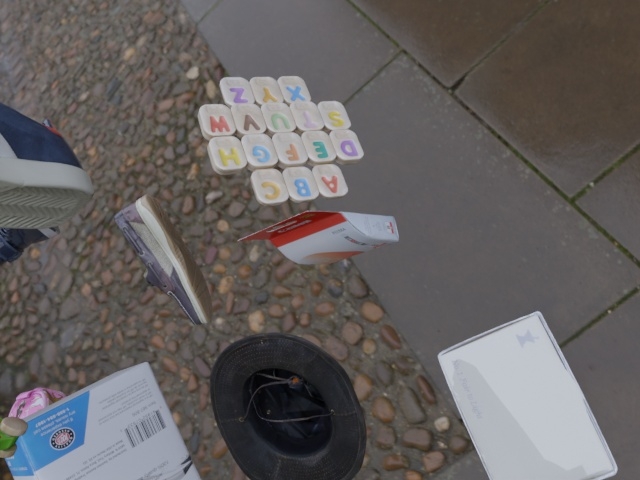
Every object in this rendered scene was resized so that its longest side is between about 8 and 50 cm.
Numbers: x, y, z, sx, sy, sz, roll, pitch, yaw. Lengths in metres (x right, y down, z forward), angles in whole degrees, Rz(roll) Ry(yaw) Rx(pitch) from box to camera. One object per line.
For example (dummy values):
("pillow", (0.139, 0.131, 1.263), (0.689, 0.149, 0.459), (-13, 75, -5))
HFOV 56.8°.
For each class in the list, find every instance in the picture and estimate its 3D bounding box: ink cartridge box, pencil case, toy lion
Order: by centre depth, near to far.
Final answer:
("toy lion", (-0.328, 0.171, 0.525), (0.096, 0.100, 0.034), (28, 92, 0))
("ink cartridge box", (0.000, 0.000, 0.822), (0.145, 0.179, 0.045), (-20, 78, 41))
("ink cartridge box", (-0.422, 0.494, 1.202), (0.166, 0.285, 0.394), (-24, 89, 44))
("pencil case", (-0.598, 0.488, 1.529), (0.160, 0.386, 0.167), (-54, 48, 6))

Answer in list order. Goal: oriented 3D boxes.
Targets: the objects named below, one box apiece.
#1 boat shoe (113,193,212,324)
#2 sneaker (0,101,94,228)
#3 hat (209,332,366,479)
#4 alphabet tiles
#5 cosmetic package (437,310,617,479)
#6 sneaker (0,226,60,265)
("boat shoe", (-0.305, 0.049, 1.167), (0.092, 0.285, 0.103), (-23, 21, 4))
("sneaker", (-0.412, -0.101, 0.614), (0.131, 0.350, 0.148), (-35, 72, 20))
("hat", (-0.050, 0.309, 1.135), (0.331, 0.134, 0.331), (4, 106, 16))
("alphabet tiles", (-0.067, -0.189, 1.059), (0.021, 0.284, 0.278), (-56, 47, 55))
("cosmetic package", (0.237, 0.177, 0.691), (0.113, 0.309, 0.160), (-26, 74, 15))
("sneaker", (-0.642, -0.024, 1.188), (0.163, 0.226, 0.086), (-29, 73, -12))
